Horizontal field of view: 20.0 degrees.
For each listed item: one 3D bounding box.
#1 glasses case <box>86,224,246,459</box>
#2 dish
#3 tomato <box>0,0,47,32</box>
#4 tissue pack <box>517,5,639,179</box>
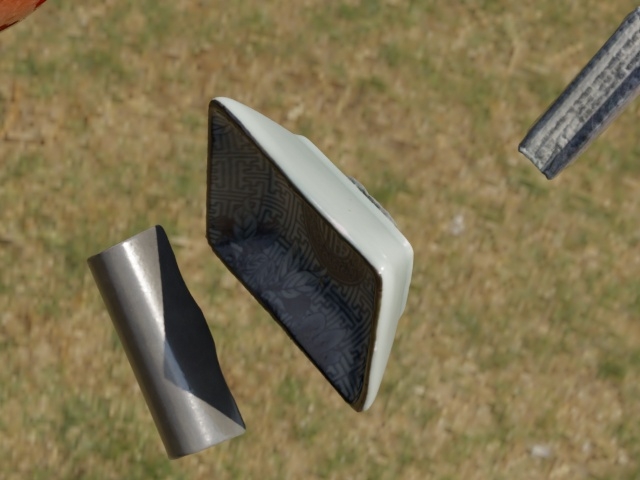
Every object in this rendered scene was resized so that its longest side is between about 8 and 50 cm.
[{"bbox_3d":[-0.127,0.085,1.520,0.072,0.042,0.191,-23,91,-34],"label":"glasses case"},{"bbox_3d":[0.000,0.000,1.521,0.080,0.182,0.243,-26,54,-26],"label":"dish"},{"bbox_3d":[-0.145,-0.147,0.612,0.195,0.195,0.136,-17,46,-26],"label":"tomato"},{"bbox_3d":[0.234,-0.126,1.503,0.051,0.156,0.112,43,19,4],"label":"tissue pack"}]
